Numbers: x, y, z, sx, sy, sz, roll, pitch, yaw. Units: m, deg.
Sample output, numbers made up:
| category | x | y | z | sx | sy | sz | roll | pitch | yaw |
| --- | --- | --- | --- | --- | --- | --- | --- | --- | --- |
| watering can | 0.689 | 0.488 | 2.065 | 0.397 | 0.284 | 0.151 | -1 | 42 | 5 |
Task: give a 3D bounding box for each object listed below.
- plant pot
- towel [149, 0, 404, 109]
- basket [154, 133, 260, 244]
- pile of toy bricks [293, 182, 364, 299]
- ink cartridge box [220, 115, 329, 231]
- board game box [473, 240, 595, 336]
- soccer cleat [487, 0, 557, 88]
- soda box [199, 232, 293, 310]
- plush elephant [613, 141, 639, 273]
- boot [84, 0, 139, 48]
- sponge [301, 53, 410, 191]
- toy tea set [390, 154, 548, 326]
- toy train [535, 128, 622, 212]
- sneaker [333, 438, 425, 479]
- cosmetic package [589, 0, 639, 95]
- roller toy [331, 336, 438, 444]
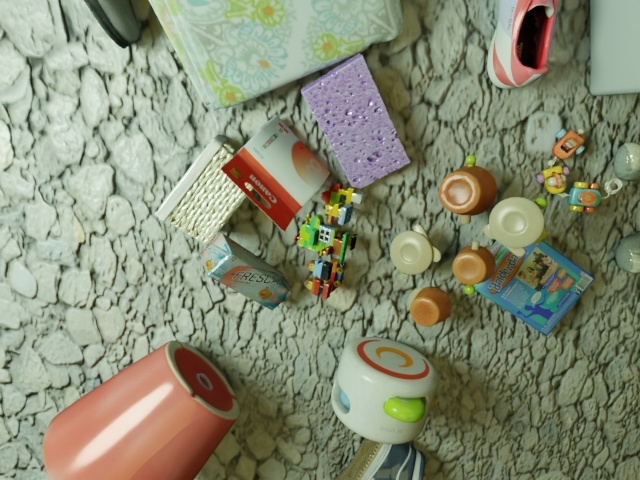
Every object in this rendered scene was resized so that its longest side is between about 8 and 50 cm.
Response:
| category | x | y | z | sx | sy | sz | roll | pitch | yaw |
| --- | --- | --- | --- | --- | --- | --- | --- | --- | --- |
| plant pot | -0.304 | 0.339 | 0.791 | 0.243 | 0.275 | 0.275 | -43 | 105 | -5 |
| towel | -0.079 | -0.406 | 0.638 | 0.375 | 0.090 | 0.320 | -22 | 131 | 1 |
| basket | -0.192 | -0.089 | 0.749 | 0.103 | 0.113 | 0.167 | 39 | 99 | -18 |
| pile of toy bricks | 0.000 | 0.000 | 0.805 | 0.105 | 0.118 | 0.212 | 20 | 115 | 22 |
| ink cartridge box | -0.068 | -0.119 | 0.720 | 0.045 | 0.179 | 0.145 | -34 | 108 | 34 |
| board game box | 0.435 | 0.082 | 0.886 | 0.210 | 0.047 | 0.160 | 32 | 101 | -13 |
| soccer cleat | 0.347 | -0.422 | 0.704 | 0.109 | 0.116 | 0.318 | -3 | 106 | -5 |
| soda box | -0.131 | 0.061 | 0.775 | 0.058 | 0.063 | 0.183 | -42 | 139 | 8 |
| plush elephant | 0.758 | -0.051 | 0.772 | 0.330 | 0.255 | 0.271 | -7 | 106 | -4 |
| boot | -0.279 | -0.488 | 0.635 | 0.223 | 0.118 | 0.338 | -18 | 112 | -7 |
| sponge | 0.066 | -0.202 | 0.755 | 0.117 | 0.031 | 0.210 | -26 | 119 | 11 |
| toy tea set | 0.262 | 0.010 | 0.821 | 0.200 | 0.124 | 0.336 | 46 | 119 | 19 |
| toy train | 0.498 | -0.130 | 0.818 | 0.166 | 0.046 | 0.125 | 45 | 105 | 0 |
| sneaker | 0.124 | 0.566 | 0.964 | 0.153 | 0.099 | 0.282 | 31 | 97 | -11 |
| cosmetic package | 0.657 | -0.405 | 0.594 | 0.330 | 0.393 | 0.327 | -13 | 107 | -2 |
| roller toy | 0.124 | 0.294 | 0.843 | 0.191 | 0.209 | 0.146 | 20 | 105 | 26 |
